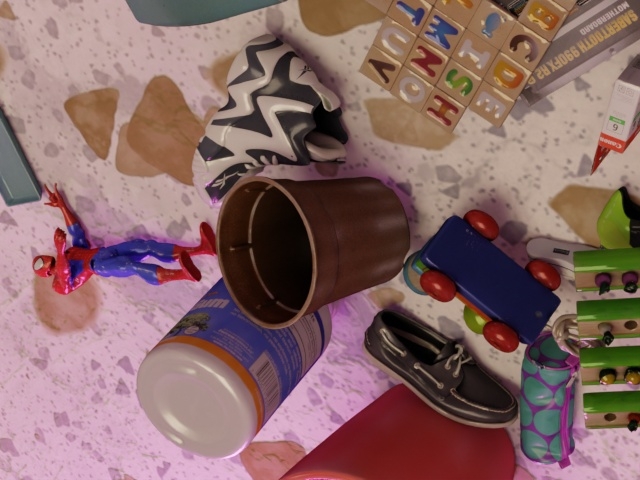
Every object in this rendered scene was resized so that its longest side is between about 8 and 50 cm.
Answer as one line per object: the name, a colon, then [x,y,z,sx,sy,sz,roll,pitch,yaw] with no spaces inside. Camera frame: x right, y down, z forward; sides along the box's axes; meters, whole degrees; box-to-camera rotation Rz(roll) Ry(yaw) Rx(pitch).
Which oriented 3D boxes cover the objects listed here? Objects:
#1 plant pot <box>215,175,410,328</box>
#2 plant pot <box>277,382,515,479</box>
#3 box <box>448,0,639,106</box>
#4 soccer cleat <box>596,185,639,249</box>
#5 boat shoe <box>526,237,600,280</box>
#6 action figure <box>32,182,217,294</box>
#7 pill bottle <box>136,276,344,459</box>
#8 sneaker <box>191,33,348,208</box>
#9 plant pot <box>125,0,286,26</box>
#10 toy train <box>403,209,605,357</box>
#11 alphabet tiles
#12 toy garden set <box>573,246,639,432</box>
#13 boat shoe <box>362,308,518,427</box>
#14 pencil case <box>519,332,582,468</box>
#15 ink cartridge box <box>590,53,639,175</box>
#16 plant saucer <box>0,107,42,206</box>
plant pot: [0.000,0.000,1.580,0.167,0.165,0.167,16,111,47]
plant pot: [0.099,0.312,1.698,0.275,0.243,0.275,15,126,22]
box: [0.236,-0.258,1.358,0.231,0.056,0.183,-32,101,42]
soccer cleat: [0.368,0.005,1.456,0.179,0.060,0.072,25,117,15]
boat shoe: [0.271,0.026,1.546,0.100,0.035,0.035,13,146,22]
action figure: [-0.279,-0.004,1.823,0.280,0.091,0.139,-9,121,34]
pill bottle: [-0.080,0.115,1.656,0.152,0.272,0.152,15,127,22]
sneaker: [-0.047,-0.100,1.611,0.153,0.094,0.235,37,122,17]
plant pot: [-0.110,-0.316,1.466,0.234,0.166,0.165,-13,112,44]
toy train: [0.205,0.080,1.573,0.248,0.105,0.143,39,164,-6]
alphabet tiles: [0.128,-0.221,1.408,0.198,0.009,0.237,35,133,8]
toy garden set: [0.364,0.112,1.448,0.204,0.049,0.244,-4,130,11]
boat shoe: [0.142,0.148,1.677,0.206,0.075,0.065,29,134,18]
pencil case: [0.262,0.183,1.631,0.070,0.064,0.151,35,139,43]
ink cartridge box: [0.300,-0.119,1.408,0.029,0.063,0.115,23,130,19]
plant saucer: [-0.425,-0.134,1.874,0.067,0.018,0.192,-8,115,35]
